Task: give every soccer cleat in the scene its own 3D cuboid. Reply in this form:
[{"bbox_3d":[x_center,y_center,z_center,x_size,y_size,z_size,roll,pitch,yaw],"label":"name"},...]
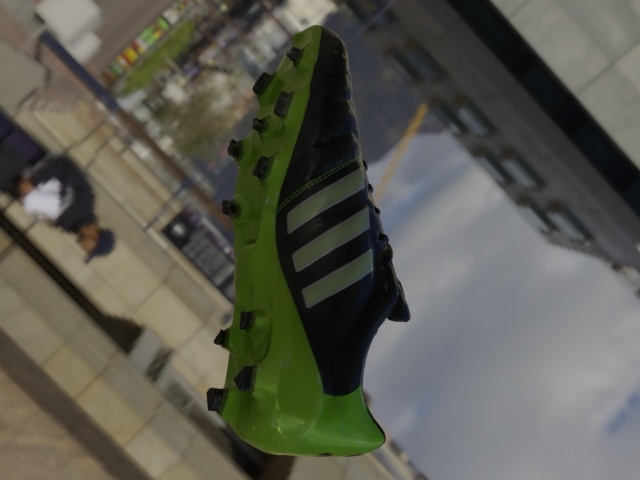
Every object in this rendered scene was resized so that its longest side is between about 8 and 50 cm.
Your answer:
[{"bbox_3d":[0.000,0.000,0.544,0.060,0.072,0.179,-30,-131,55],"label":"soccer cleat"}]
